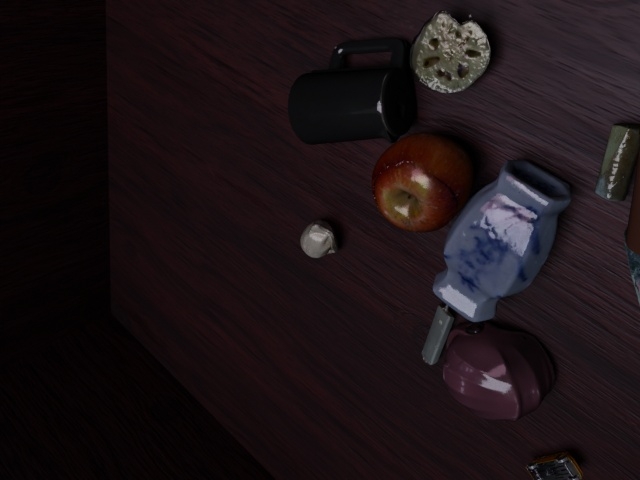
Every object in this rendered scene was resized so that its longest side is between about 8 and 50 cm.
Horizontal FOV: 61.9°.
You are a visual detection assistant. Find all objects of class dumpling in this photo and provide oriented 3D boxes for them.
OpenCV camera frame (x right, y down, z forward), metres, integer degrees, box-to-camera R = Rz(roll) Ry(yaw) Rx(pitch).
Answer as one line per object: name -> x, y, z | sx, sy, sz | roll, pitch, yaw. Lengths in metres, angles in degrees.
dumpling -> 0.000, 0.000, 1.810 | 0.136, 0.118, 0.199 | 35, 161, 5

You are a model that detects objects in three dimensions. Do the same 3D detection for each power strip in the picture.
power strip -> 0.367, 0.287, 1.664 | 0.060, 0.027, 0.252 | -125, 36, -46

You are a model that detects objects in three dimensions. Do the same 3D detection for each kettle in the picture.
kettle -> 0.100, -0.396, 1.481 | 0.308, 0.262, 0.203 | 6, 149, 38

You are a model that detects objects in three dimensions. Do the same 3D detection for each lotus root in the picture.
lotus root -> 0.322, -0.462, 1.295 | 0.183, 0.078, 0.204 | 48, 141, -4

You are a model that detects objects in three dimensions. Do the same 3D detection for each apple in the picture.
apple -> 0.264, -0.155, 1.392 | 0.252, 0.206, 0.271 | 29, 145, 13

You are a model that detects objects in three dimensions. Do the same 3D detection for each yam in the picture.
yam -> 0.646, -0.168, 1.154 | 0.068, 0.068, 0.169 | 20, 124, 34

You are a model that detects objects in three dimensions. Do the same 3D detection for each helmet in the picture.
helmet -> 0.472, 0.388, 1.520 | 0.338, 0.197, 0.270 | 6, 118, 40

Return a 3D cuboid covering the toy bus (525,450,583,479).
toy bus -> 0.686, 0.660, 1.551 | 0.069, 0.074, 0.162 | 59, 139, 12

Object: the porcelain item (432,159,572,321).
porcelain item -> 0.448, 0.006, 1.350 | 0.243, 0.178, 0.405 | 38, 130, 22

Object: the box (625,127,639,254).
box -> 0.703, -0.115, 0.940 | 0.239, 0.339, 0.229 | 17, 125, 36

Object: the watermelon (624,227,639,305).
watermelon -> 0.804, 0.090, 1.127 | 0.290, 0.213, 0.319 | -20, 56, 16
